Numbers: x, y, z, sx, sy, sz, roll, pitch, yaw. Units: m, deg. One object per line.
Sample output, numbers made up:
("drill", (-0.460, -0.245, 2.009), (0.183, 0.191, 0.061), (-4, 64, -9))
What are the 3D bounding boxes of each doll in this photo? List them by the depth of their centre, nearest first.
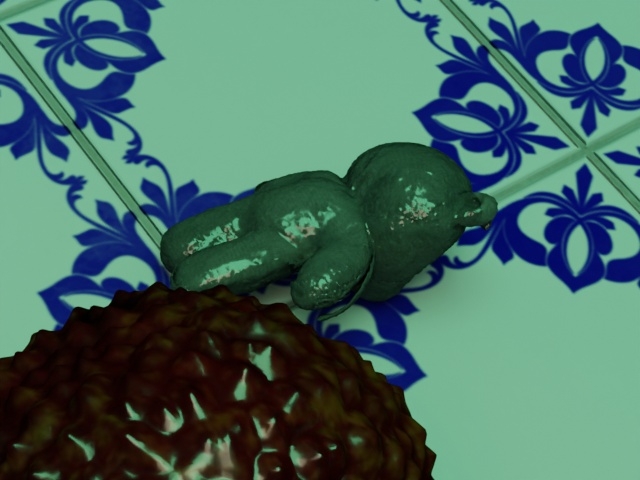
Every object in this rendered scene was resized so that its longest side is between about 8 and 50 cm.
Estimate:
("doll", (0.004, 0.005, 1.941), (0.340, 0.158, 0.246), (-24, 29, -9))

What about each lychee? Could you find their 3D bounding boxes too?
("lychee", (-0.094, 0.252, 1.542), (0.424, 0.424, 0.500), (-33, 49, -29))
